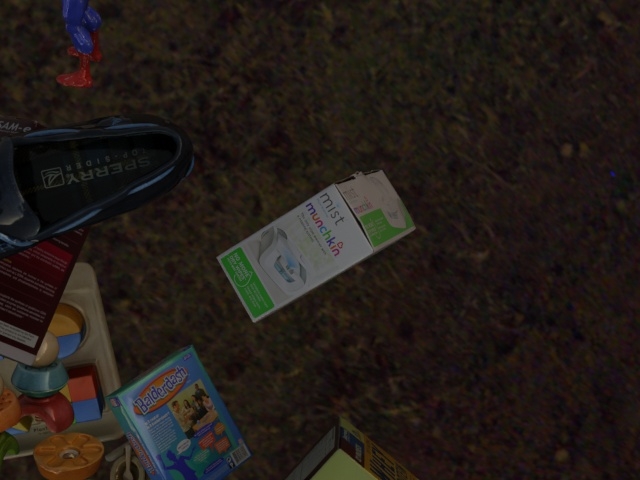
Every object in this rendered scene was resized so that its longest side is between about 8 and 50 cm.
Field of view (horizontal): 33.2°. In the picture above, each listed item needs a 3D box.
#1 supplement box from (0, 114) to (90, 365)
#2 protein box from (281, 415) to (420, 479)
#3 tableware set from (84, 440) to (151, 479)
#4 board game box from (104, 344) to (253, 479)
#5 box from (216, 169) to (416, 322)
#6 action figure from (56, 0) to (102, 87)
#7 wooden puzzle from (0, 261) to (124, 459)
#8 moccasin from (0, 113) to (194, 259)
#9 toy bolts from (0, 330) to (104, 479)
[{"bbox_3d":[-0.331,0.000,1.166,0.073,0.130,0.239,12,75,36],"label":"supplement box"},{"bbox_3d":[0.037,0.403,1.532,0.200,0.136,0.201,40,99,-6],"label":"protein box"},{"bbox_3d":[-0.393,0.455,1.965,0.194,0.039,0.128,-34,66,15],"label":"tableware set"},{"bbox_3d":[-0.221,0.296,1.700,0.047,0.160,0.210,-19,100,52],"label":"board game box"},{"bbox_3d":[0.000,0.000,1.706,0.231,0.262,0.126,-31,87,20],"label":"box"},{"bbox_3d":[-0.341,-0.324,1.339,0.139,0.280,0.091,10,50,-6],"label":"action figure"},{"bbox_3d":[-0.543,0.236,1.972,0.322,0.080,0.347,-10,105,-3],"label":"wooden puzzle"},{"bbox_3d":[-0.287,-0.058,1.003,0.342,0.117,0.137,-23,91,-13],"label":"moccasin"},{"bbox_3d":[-0.418,0.236,1.597,0.218,0.228,0.158,5,111,3],"label":"toy bolts"}]
